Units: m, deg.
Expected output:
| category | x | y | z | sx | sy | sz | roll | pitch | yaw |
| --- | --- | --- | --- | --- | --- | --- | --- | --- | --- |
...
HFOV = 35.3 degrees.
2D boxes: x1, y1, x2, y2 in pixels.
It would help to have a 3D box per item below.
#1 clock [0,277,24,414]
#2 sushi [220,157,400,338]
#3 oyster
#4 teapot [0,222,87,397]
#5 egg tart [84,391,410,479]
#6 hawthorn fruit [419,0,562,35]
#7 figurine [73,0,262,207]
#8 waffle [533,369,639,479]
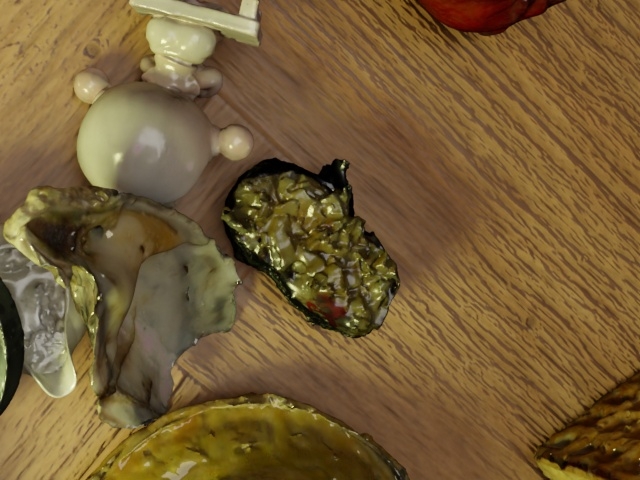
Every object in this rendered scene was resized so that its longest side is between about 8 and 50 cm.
| category | x | y | z | sx | sy | sz | roll | pitch | yaw |
| --- | --- | --- | --- | --- | --- | --- | --- | --- | --- |
| clock | -0.376 | 0.094 | 0.929 | 0.214 | 0.042 | 0.215 | 3 | 101 | 13 |
| sushi | 0.000 | 0.000 | 1.071 | 0.147 | 0.115 | 0.212 | -43 | 100 | -14 |
| oyster | -0.182 | 0.054 | 0.962 | 0.100 | 0.275 | 0.271 | -1 | 108 | 25 |
| teapot | -0.302 | 0.047 | 0.984 | 0.145 | 0.092 | 0.226 | -31 | 96 | -19 |
| egg tart | -0.064 | 0.375 | 1.006 | 0.443 | 0.178 | 0.443 | 1 | 86 | -18 |
| hawthorn fruit | 0.184 | -0.390 | 1.081 | 0.265 | 0.265 | 0.307 | -12 | 70 | -18 |
| figurine | -0.154 | -0.135 | 1.014 | 0.181 | 0.144 | 0.257 | 18 | 86 | -20 |
| waffle | 0.415 | 0.213 | 1.148 | 0.308 | 0.213 | 0.091 | -31 | 99 | -17 |
